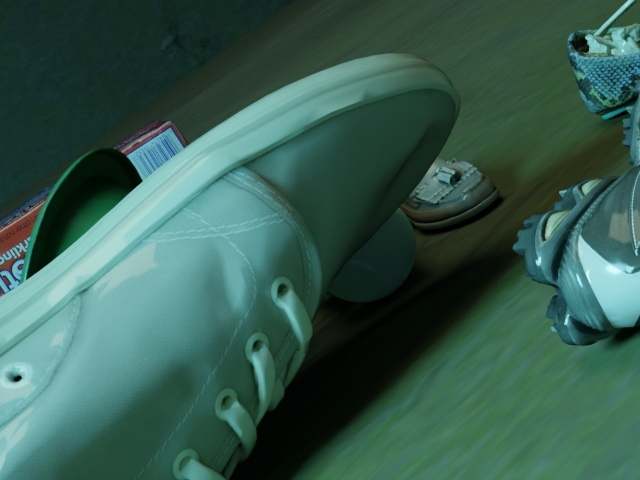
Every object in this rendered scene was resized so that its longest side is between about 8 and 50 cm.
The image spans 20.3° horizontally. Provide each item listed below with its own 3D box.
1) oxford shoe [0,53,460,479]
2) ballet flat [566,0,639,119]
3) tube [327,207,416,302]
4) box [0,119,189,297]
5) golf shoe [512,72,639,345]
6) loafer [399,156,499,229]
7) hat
[{"bbox_3d":[-0.074,0.064,0.821,0.449,0.130,0.169,-39,-21,-34],"label":"oxford shoe"},{"bbox_3d":[0.216,-0.125,1.012,0.188,0.070,0.070,-23,14,39],"label":"ballet flat"},{"bbox_3d":[0.000,0.000,1.091,0.070,0.062,0.240,11,0,-10],"label":"tube"},{"bbox_3d":[-0.182,0.035,1.249,0.257,0.128,0.122,-34,9,-8],"label":"box"},{"bbox_3d":[0.165,-0.030,0.732,0.094,0.077,0.198,-11,32,47],"label":"golf shoe"},{"bbox_3d":[0.066,-0.033,1.086,0.045,0.039,0.125,-35,11,-15],"label":"loafer"},{"bbox_3d":[-0.065,0.037,1.077,0.183,0.208,0.173,10,61,17],"label":"hat"}]
